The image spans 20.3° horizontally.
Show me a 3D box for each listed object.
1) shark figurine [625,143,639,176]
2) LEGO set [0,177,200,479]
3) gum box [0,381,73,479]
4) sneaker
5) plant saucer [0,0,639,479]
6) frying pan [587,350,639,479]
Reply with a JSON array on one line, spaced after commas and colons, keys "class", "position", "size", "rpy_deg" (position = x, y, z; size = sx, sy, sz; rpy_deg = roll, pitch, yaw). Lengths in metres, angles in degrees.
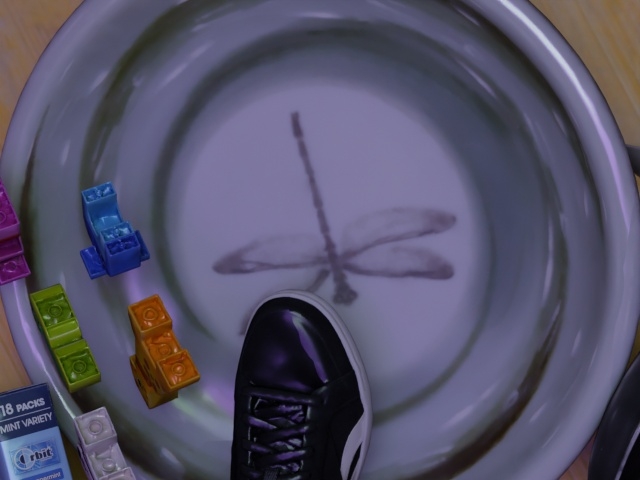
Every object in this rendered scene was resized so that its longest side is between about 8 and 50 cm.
[{"class": "shark figurine", "position": [0.266, -0.114, 1.070], "size": [0.166, 0.278, 0.116], "rpy_deg": [23, 52, 34]}, {"class": "LEGO set", "position": [-0.126, 0.059, 1.047], "size": [0.087, 0.093, 0.227], "rpy_deg": [-20, 65, -15]}, {"class": "gum box", "position": [-0.177, 0.184, 1.116], "size": [0.041, 0.157, 0.184], "rpy_deg": [-15, 88, -19]}, {"class": "sneaker", "position": [-0.021, 0.144, 1.016], "size": [0.079, 0.121, 0.217], "rpy_deg": [2, 102, 14]}, {"class": "plant saucer", "position": [0.000, 0.000, 1.097], "size": [0.400, 0.100, 0.400], "rpy_deg": [3, 102, 14]}, {"class": "frying pan", "position": [0.220, 0.151, 1.097], "size": [0.053, 0.326, 0.197], "rpy_deg": [33, 50, 31]}]
